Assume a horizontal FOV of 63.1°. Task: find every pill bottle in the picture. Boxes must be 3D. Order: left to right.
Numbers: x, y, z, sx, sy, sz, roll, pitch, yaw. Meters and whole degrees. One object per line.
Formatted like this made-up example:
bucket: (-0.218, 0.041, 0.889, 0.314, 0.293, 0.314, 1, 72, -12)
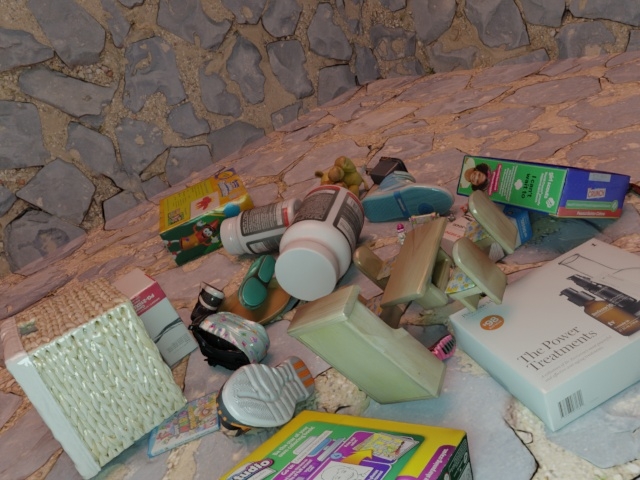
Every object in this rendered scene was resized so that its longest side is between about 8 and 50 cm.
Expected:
pill bottle: (-0.193, -0.042, 1.820, 0.283, 0.161, 0.161, -12, 27, 18)
pill bottle: (0.000, 0.000, 1.531, 0.210, 0.210, 0.363, -11, 27, 22)

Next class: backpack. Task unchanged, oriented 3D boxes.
backpack: (-0.218, 0.251, 1.289, 0.182, 0.152, 0.115, 12, 49, 31)

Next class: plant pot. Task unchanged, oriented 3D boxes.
plant pot: (-0.187, 0.188, 1.514, 0.236, 0.032, 0.236, -18, 26, 9)

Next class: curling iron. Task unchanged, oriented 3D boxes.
curling iron: (0.812, -0.095, 1.290, 0.068, 0.035, 0.274, -23, 24, 6)

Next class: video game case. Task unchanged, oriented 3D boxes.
video game case: (-0.307, 0.413, 1.182, 0.166, 0.015, 0.119, -22, 25, -1)

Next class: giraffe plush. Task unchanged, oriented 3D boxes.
giraffe plush: (0.063, -0.225, 1.999, 0.171, 0.181, 0.210, -10, 18, 39)

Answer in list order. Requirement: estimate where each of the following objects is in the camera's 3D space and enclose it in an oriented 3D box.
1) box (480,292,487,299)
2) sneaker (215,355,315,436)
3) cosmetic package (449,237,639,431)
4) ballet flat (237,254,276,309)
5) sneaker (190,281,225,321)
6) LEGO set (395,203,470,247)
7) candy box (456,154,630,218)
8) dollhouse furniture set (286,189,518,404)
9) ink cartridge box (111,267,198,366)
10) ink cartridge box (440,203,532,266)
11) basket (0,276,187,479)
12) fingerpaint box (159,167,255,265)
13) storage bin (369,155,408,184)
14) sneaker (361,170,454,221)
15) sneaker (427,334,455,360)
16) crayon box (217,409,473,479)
box: (0.383, 0.102, 1.202, 0.052, 0.062, 0.083, -12, 27, 17)
sneaker: (-0.140, 0.326, 1.012, 0.180, 0.124, 0.321, -35, -19, 14)
cosmetic package: (0.485, 0.153, 0.989, 0.377, 0.097, 0.284, -26, 23, -10)
ballet flat: (-0.195, 0.134, 1.518, 0.087, 0.083, 0.247, -36, 16, 29)
sneaker: (-0.352, 0.195, 1.579, 0.121, 0.079, 0.217, -63, 11, -8)
LEGO set: (0.354, -0.058, 1.489, 0.287, 0.107, 0.132, -19, 25, 6)
candy box: (0.568, -0.140, 1.350, 0.268, 0.122, 0.317, 1, 11, -32)
dollhouse furniture set: (0.146, 0.086, 1.061, 0.362, 0.256, 0.394, -28, 27, 48)
ink cartridge box: (-0.463, 0.211, 1.445, 0.100, 0.237, 0.172, -37, 29, -24)
ink cartridge box: (0.424, -0.013, 1.370, 0.203, 0.085, 0.148, -29, 27, -19)
basket: (-0.536, 0.291, 1.223, 0.266, 0.331, 0.328, -33, 23, -25)
fingerpaint box: (-0.469, -0.114, 2.177, 0.371, 0.163, 0.445, -26, 26, -7)
storage bin: (0.254, -0.265, 2.005, 0.091, 0.098, 0.135, -43, 31, -18)
sneaker: (0.306, -0.167, 1.723, 0.319, 0.127, 0.208, -2, 33, 34)
sneaker: (0.233, 0.235, 1.086, 0.119, 0.047, 0.057, -35, 17, -29)
crayon box: (0.013, 0.382, 0.750, 0.313, 0.106, 0.363, -6, 6, 32)
